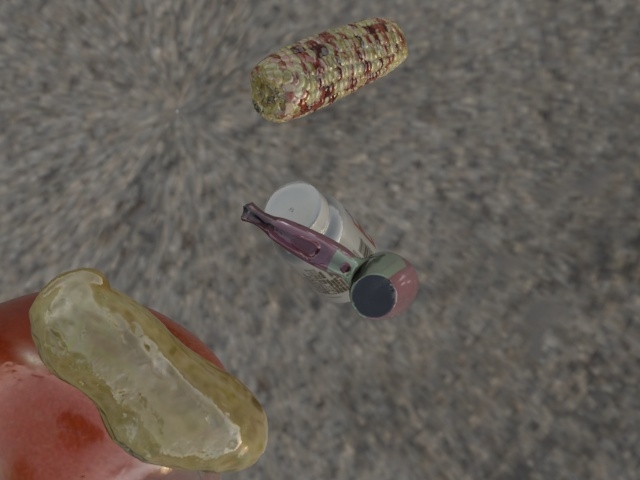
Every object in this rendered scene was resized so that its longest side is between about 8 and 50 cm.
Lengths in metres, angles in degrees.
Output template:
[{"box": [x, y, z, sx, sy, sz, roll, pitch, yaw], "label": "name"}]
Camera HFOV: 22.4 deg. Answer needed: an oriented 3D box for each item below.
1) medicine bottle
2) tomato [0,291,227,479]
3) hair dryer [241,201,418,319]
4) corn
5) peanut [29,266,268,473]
[{"box": [0.000, 0.000, 1.578, 0.079, 0.140, 0.079, -11, 61, 21], "label": "medicine bottle"}, {"box": [-0.235, 0.220, 1.550, 0.273, 0.341, 0.341, 19, 94, 36], "label": "tomato"}, {"box": [0.002, 0.015, 1.312, 0.154, 0.106, 0.054, 28, 97, 10], "label": "hair dryer"}, {"box": [0.017, -0.213, 1.954, 0.253, 0.086, 0.086, -27, 98, -40], "label": "corn"}, {"box": [-0.127, 0.105, 1.204, 0.099, 0.099, 0.214, -43, 113, -1], "label": "peanut"}]
